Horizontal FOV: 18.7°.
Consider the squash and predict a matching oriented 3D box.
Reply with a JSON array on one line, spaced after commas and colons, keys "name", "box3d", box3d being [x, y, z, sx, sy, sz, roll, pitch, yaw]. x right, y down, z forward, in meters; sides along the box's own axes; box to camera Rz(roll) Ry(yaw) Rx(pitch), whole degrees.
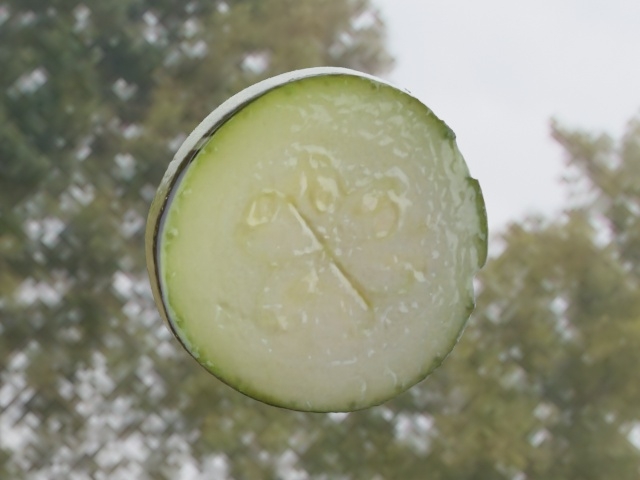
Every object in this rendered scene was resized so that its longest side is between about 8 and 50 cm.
[{"name": "squash", "box3d": [-0.001, -0.001, 1.209, 0.219, 0.219, 0.041, 49, -8, -19]}]
